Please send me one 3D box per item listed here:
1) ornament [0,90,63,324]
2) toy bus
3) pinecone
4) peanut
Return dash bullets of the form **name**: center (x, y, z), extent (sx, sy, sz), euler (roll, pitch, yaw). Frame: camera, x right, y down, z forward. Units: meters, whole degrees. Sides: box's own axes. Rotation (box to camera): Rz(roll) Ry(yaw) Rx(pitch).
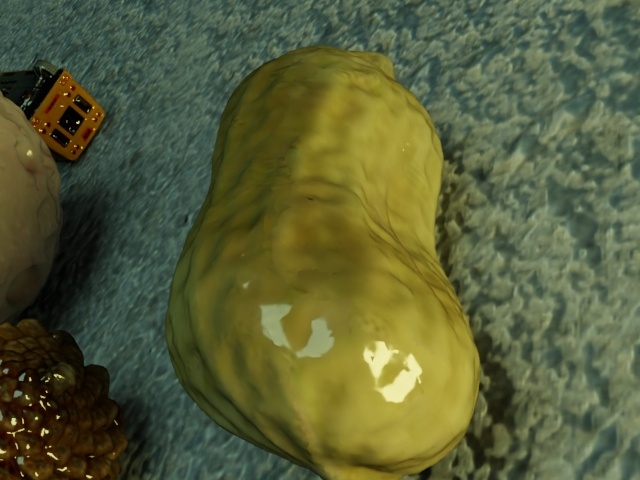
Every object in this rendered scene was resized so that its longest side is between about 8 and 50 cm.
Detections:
- **ornament**: center (-0.346, -0.023, 0.789), extent (0.260, 0.225, 0.259), euler (1, 93, 19)
- **toy bus**: center (-0.318, -0.133, 0.993), extent (0.195, 0.088, 0.083), euler (9, 64, 47)
- **pinecone**: center (-0.209, 0.131, 0.590), extent (0.174, 0.173, 0.173), euler (-27, 41, 27)
- **peanut**: center (-0.008, 0.006, 0.499), extent (0.159, 0.143, 0.291), euler (-22, 40, 17)
